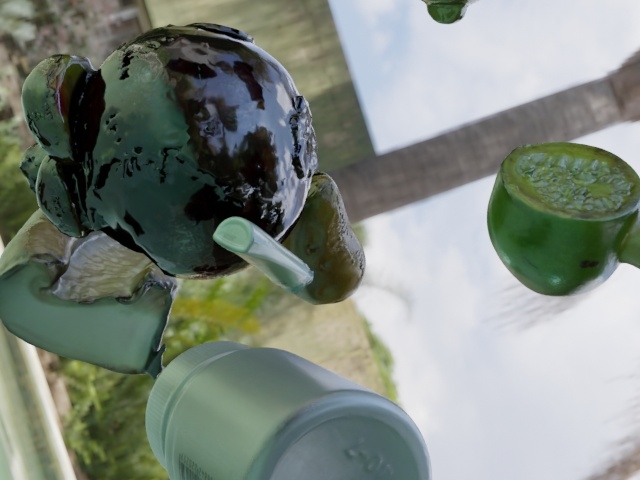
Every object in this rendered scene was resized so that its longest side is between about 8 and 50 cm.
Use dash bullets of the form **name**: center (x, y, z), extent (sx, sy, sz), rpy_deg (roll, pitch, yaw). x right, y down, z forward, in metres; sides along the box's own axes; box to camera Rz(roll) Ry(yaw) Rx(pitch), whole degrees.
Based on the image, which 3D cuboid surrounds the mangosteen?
- **mangosteen**: center (-0.212, -0.143, 1.754), extent (0.381, 0.421, 0.381), rpy_deg (22, 90, -84)

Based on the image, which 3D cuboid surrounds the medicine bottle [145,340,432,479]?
- **medicine bottle**: center (-0.051, 0.223, 1.290), extent (0.340, 0.208, 0.208), rpy_deg (15, -57, 64)

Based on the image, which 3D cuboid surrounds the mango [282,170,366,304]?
- **mango**: center (0.000, 0.000, 2.040), extent (0.151, 0.156, 0.248), rpy_deg (-54, 148, -53)

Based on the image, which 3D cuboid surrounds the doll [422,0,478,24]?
- **doll**: center (0.158, -0.432, 1.618), extent (0.177, 0.161, 0.260), rpy_deg (-39, -104, 29)

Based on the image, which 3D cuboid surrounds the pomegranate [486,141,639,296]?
- **pomegranate**: center (0.322, -0.014, 1.491), extent (0.190, 0.241, 0.159), rpy_deg (-96, -173, -54)

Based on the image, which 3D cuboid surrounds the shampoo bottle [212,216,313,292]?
- **shampoo bottle**: center (-0.072, 0.020, 1.622), extent (0.072, 0.049, 0.212), rpy_deg (21, -8, 26)

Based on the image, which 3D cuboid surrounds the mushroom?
- **mushroom**: center (-0.414, 0.026, 2.186), extent (0.397, 0.314, 0.224), rpy_deg (-99, -154, -54)
